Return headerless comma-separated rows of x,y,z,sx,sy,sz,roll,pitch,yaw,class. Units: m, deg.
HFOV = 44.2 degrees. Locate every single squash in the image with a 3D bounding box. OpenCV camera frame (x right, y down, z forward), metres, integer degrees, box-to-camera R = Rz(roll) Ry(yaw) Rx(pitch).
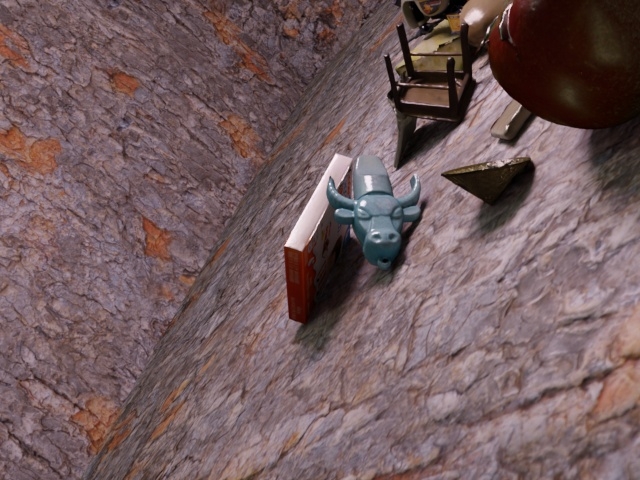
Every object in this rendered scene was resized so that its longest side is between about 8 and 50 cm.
0.291,-0.474,2.014,0.203,0.111,0.289,-25,24,11,squash

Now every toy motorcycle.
0.265,-0.567,1.902,0.091,0.157,0.263,-35,25,-20,toy motorcycle

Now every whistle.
0.108,-0.058,1.528,0.093,0.186,0.274,95,171,-54,whistle

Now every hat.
0.271,-0.089,1.268,0.145,0.067,0.146,-11,7,1,hat

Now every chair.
0.243,-0.312,1.760,0.186,0.319,0.160,7,49,21,chair

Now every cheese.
0.433,-0.343,1.384,0.400,0.034,0.085,-55,10,2,cheese

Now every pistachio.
0.389,-0.508,1.776,0.185,0.126,0.108,-46,-13,-22,pistachio

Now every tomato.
0.372,-0.291,1.057,0.304,0.239,0.303,-54,2,2,tomato

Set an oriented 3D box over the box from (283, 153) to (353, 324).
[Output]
0.000,0.000,1.658,0.273,0.048,0.265,88,-156,-54,box
